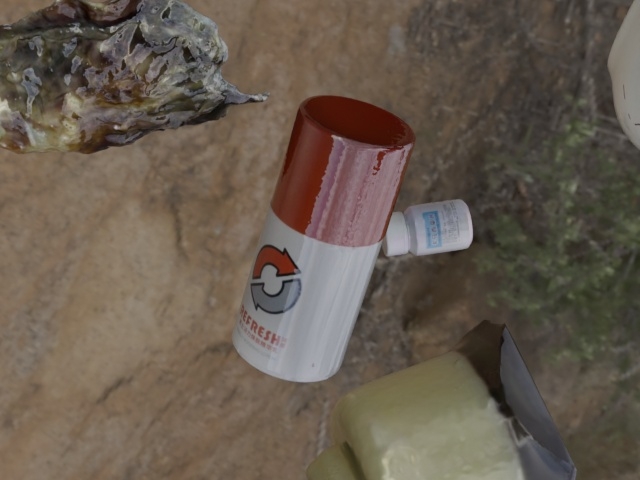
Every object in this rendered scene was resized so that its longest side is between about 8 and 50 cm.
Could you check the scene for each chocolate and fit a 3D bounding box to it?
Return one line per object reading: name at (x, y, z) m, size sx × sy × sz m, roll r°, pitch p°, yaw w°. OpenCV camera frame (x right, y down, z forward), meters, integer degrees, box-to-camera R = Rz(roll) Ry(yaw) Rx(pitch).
chocolate at (0.146, 0.319, 1.549) m, size 0.297 × 0.314 × 0.326 m, roll -10°, pitch 148°, yaw -22°

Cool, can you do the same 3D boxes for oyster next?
oyster at (-0.206, -0.141, 1.027) m, size 0.275 × 0.271 × 0.100 m, roll 32°, pitch 40°, yaw -35°

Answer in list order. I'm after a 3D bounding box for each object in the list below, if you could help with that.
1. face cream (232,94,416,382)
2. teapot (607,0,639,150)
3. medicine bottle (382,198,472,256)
face cream at (0.000, 0.000, 0.890) m, size 0.096 × 0.096 × 0.214 m, roll -14°, pitch 130°, yaw -46°
teapot at (0.303, -0.158, 0.761) m, size 0.299 × 0.166 × 0.208 m, roll -50°, pitch 154°, yaw 14°
medicine bottle at (0.107, -0.012, 1.143) m, size 0.089 × 0.052 × 0.052 m, roll -8°, pitch 123°, yaw -4°
